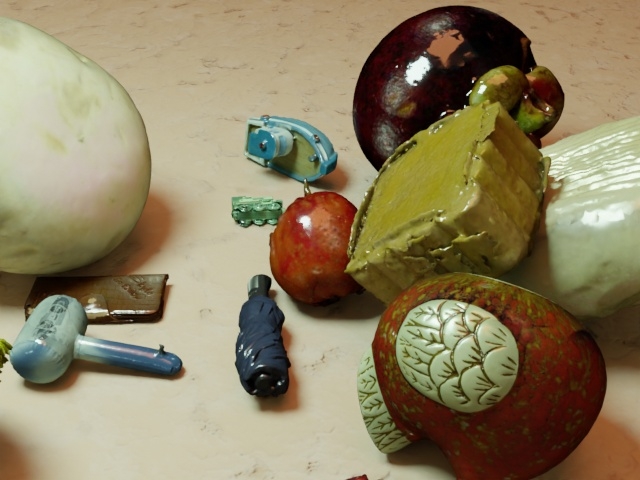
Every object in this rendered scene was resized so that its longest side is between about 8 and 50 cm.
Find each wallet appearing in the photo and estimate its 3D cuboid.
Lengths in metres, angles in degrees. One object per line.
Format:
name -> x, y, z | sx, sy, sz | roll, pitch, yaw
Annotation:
wallet -> -0.293, 0.073, 1.197 | 0.176, 0.026, 0.095 | 0, 34, -1

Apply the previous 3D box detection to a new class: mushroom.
mushroom -> -0.409, -0.136, 1.242 | 0.353, 0.325, 0.353 | 8, 19, -3

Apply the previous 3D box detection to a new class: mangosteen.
mangosteen -> 0.216, -0.199, 1.391 | 0.307, 0.306, 0.347 | -17, 30, -27

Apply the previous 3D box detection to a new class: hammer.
hammer -> -0.259, 0.128, 1.082 | 0.194, 0.069, 0.116 | 11, 31, -1

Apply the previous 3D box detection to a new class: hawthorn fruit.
hawthorn fruit -> 0.000, 0.000, 1.199 | 0.148, 0.172, 0.148 | -14, 0, 0

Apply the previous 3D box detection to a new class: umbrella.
umbrella -> -0.078, 0.109, 1.121 | 0.071, 0.070, 0.248 | -3, 28, -8

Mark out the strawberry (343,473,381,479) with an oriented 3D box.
strawberry -> 0.048, 0.284, 0.808 | 0.145, 0.086, 0.145 | 2, 30, -1

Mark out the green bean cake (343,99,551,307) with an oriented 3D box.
green bean cake -> 0.153, -0.035, 1.099 | 0.224, 0.131, 0.229 | -29, 28, 41

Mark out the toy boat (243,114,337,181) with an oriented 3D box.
toy boat -> -0.064, -0.147, 1.504 | 0.215, 0.088, 0.102 | 25, 28, 36

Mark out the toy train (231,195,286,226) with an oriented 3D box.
toy train -> -0.096, -0.047, 1.397 | 0.083, 0.033, 0.053 | -5, 28, -10

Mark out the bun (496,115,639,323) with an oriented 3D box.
bun -> 0.368, -0.011, 1.163 | 0.361, 0.213, 0.361 | -26, 17, 9

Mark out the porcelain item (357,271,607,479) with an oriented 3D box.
porcelain item -> 0.160, 0.160, 0.940 | 0.253, 0.253, 0.253 | 1, 31, -1

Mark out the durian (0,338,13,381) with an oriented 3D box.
durian -> -0.468, 0.159, 0.900 | 0.352, 0.169, 0.158 | -16, 45, -5
